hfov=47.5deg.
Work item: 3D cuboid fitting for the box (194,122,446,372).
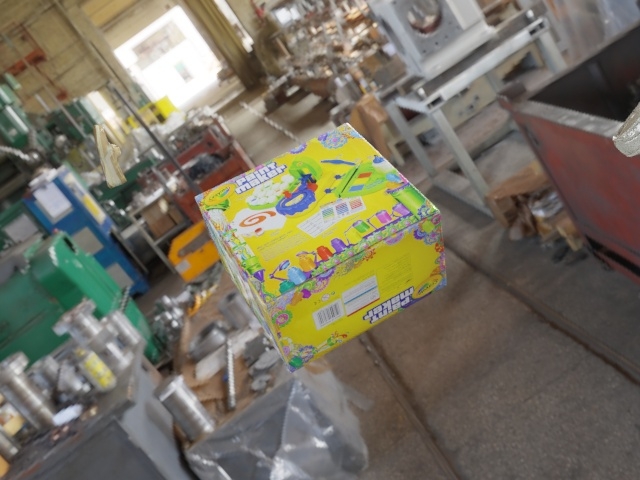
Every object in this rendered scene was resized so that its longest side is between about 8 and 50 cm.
[{"bbox_3d":[0.000,0.000,1.159,0.290,0.177,0.279,-27,47,-12],"label":"box"}]

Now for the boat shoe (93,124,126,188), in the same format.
[{"bbox_3d":[-0.440,-0.179,1.521,0.045,0.135,0.050,-17,23,-18],"label":"boat shoe"}]

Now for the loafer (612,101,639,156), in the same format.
[{"bbox_3d":[0.546,-0.274,1.100,0.319,0.111,0.112,-57,1,22],"label":"loafer"}]
